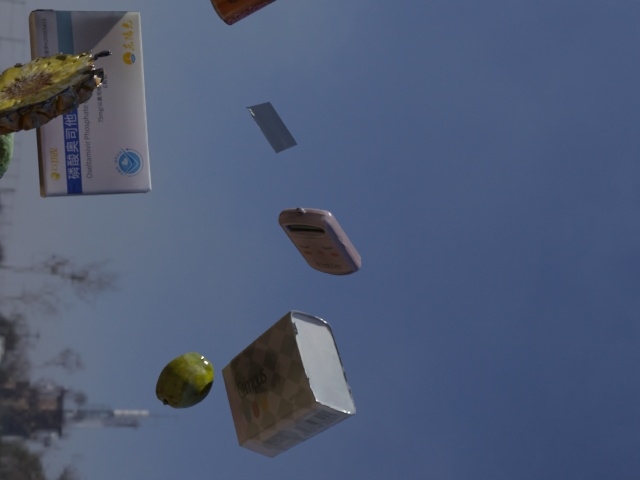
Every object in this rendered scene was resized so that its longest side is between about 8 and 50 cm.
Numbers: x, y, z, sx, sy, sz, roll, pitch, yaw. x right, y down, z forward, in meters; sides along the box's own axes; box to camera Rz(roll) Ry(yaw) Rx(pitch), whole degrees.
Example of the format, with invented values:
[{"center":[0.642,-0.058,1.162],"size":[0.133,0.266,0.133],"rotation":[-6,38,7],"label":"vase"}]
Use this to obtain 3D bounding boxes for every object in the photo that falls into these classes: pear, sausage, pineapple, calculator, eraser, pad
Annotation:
[{"center":[-0.281,0.294,2.194],"size":[0.131,0.107,0.107],"rotation":[-51,-170,-17],"label":"pear"},{"center":[-0.061,-0.417,1.635],"size":[0.234,0.071,0.071],"rotation":[-24,-126,22],"label":"sausage"},{"center":[-0.376,-0.193,1.391],"size":[0.221,0.221,0.047],"rotation":[-121,-170,-59],"label":"pineapple"},{"center":[0.000,0.000,1.699],"size":[0.100,0.175,0.032],"rotation":[3,-123,31],"label":"calculator"},{"center":[-0.075,0.293,2.063],"size":[0.397,0.082,0.213],"rotation":[-44,-122,56],"label":"eraser"},{"center":[-0.102,-0.245,2.259],"size":[0.116,0.004,0.193],"rotation":[57,15,-2],"label":"pad"}]

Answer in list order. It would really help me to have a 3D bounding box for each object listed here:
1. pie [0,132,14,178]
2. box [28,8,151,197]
[{"center":[-0.771,-0.209,2.285],"size":[0.054,0.241,0.240],"rotation":[94,-5,-73],"label":"pie"},{"center":[-0.430,-0.255,1.963],"size":[0.065,0.200,0.343],"rotation":[179,-92,-70],"label":"box"}]
